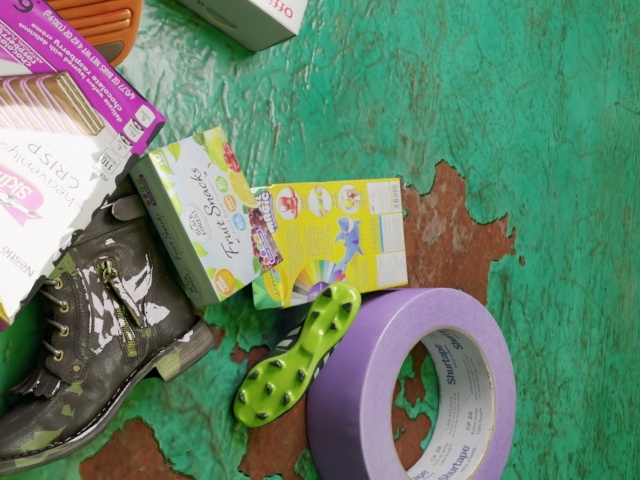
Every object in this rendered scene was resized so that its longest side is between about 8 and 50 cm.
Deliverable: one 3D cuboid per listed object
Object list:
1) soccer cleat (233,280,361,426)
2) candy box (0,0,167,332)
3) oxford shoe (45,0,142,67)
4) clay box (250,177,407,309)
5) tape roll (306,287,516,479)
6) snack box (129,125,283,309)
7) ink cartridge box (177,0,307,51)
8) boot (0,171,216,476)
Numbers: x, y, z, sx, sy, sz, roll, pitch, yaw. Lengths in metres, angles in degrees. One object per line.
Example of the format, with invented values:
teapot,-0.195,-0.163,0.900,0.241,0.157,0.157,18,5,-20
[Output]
soccer cleat,-0.018,0.119,0.799,0.179,0.060,0.072,-50,165,0
candy box,-0.228,-0.062,0.543,0.159,0.071,0.233,45,42,-21
oxford shoe,-0.223,-0.319,0.630,0.130,0.133,0.364,-13,118,-14
clay box,0.000,0.000,0.850,0.222,0.053,0.128,-6,92,-41
tape roll,0.114,0.193,0.914,0.274,0.090,0.275,3,85,-42
snack box,-0.101,-0.023,0.707,0.100,0.037,0.141,-34,101,-50
ink cartridge box,-0.067,-0.304,0.800,0.127,0.072,0.175,27,69,-37
boot,-0.221,0.041,0.641,0.263,0.091,0.229,-35,104,-42
